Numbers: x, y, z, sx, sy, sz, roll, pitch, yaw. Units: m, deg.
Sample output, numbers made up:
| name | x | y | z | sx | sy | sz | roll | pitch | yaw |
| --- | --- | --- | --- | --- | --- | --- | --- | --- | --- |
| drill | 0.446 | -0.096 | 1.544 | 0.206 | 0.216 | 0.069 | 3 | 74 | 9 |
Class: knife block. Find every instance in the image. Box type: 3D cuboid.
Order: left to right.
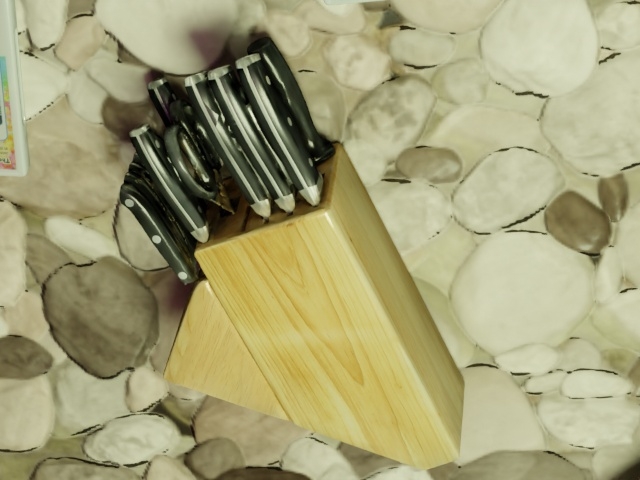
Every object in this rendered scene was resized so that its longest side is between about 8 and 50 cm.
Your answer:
| name | x | y | z | sx | sy | sz | roll | pitch | yaw |
| --- | --- | --- | --- | --- | --- | --- | --- | --- | --- |
| knife block | 0.000 | 0.000 | 1.167 | 0.276 | 0.088 | 0.242 | 20 | 124 | -5 |

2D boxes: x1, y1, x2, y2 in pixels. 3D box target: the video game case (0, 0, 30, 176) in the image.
| name | x | y | z | sx | sy | sz | roll | pitch | yaw |
| --- | --- | --- | --- | --- | --- | --- | --- | --- | --- |
| video game case | -0.270 | -0.109 | 1.173 | 0.157 | 0.019 | 0.143 | 3 | 124 | 4 |

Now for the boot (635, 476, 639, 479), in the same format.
| name | x | y | z | sx | sy | sz | roll | pitch | yaw |
| --- | --- | --- | --- | --- | --- | --- | --- | --- | --- |
| boot | 0.271 | 0.136 | 1.219 | 0.207 | 0.090 | 0.248 | -36 | 116 | 24 |

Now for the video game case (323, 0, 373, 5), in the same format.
| name | x | y | z | sx | sy | sz | roll | pitch | yaw |
| --- | --- | --- | --- | --- | --- | --- | --- | --- | --- |
| video game case | 0.073 | -0.232 | 1.047 | 0.173 | 0.022 | 0.190 | -4 | 121 | 10 |
